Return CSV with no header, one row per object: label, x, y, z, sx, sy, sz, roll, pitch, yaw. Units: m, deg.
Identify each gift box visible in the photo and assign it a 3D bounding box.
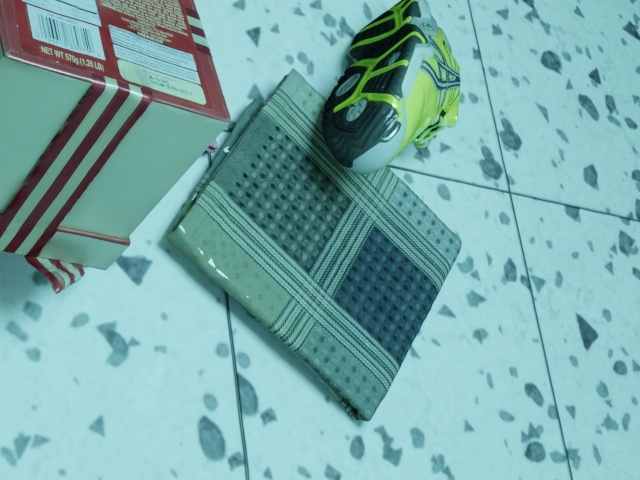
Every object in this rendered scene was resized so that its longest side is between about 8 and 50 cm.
gift box,-0.261,-0.117,1.086,0.255,0.258,0.276,17,44,-36

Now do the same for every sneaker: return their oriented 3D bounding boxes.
sneaker,0.109,-0.175,1.480,0.147,0.145,0.385,49,30,-16

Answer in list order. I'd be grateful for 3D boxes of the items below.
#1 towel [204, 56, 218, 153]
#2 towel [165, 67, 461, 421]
towel,-0.154,-0.195,1.315,0.197,0.029,0.144,58,25,-61
towel,0.000,0.000,1.414,0.324,0.056,0.312,46,49,-16
